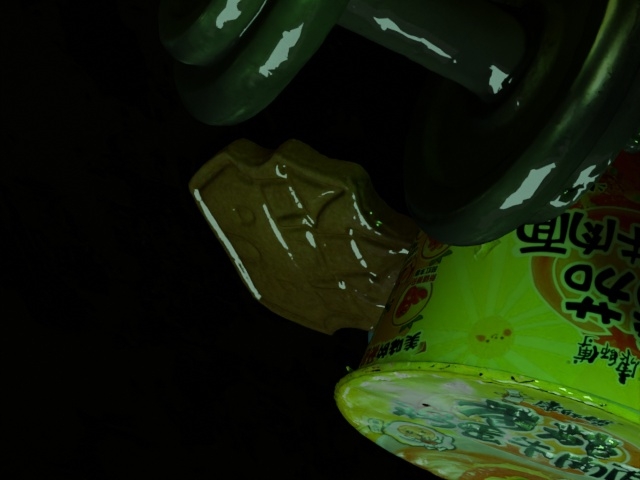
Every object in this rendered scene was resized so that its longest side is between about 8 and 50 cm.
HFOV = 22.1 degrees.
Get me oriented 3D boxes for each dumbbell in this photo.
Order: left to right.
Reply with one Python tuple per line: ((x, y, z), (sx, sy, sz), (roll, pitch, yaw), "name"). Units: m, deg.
((0.042, -0.113, 0.800), (0.290, 0.192, 0.192), (25, 158, -20), "dumbbell")

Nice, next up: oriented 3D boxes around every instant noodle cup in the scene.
((0.159, 0.050, 1.093), (0.264, 0.200, 0.264), (16, 159, 6), "instant noodle cup")

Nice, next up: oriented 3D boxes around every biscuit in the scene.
((-0.001, 0.002, 1.240), (0.215, 0.034, 0.182), (1, 130, 45), "biscuit")

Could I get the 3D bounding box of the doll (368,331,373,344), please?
((0.155, 0.120, 1.320), (0.314, 0.141, 0.177), (39, 160, 3), "doll")
